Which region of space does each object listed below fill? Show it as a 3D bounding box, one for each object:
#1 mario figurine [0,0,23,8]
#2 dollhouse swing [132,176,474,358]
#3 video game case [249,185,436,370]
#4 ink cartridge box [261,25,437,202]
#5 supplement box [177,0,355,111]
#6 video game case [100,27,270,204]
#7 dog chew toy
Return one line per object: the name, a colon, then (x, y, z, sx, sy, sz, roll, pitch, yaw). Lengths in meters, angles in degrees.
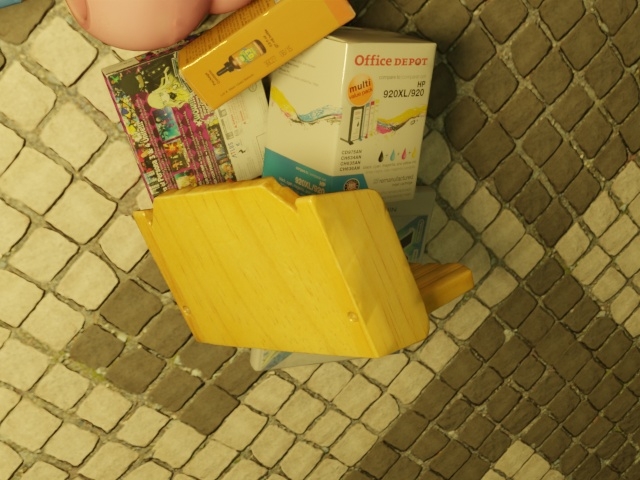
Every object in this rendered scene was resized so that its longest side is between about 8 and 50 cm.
mario figurine: (-0.502, -0.282, 0.959, 0.320, 0.170, 0.198, -29, 102, -12)
dollhouse swing: (0.000, 0.000, 1.195, 0.305, 0.346, 0.315, -41, 117, -39)
video game case: (0.038, 0.065, 1.458, 0.299, 0.036, 0.329, -3, 117, -26)
ink cartridge box: (0.038, -0.185, 1.220, 0.171, 0.168, 0.233, -9, 115, -36)
supplement box: (-0.074, -0.271, 1.110, 0.233, 0.080, 0.078, -32, 127, 9)
video game case: (-0.176, -0.173, 1.219, 0.210, 0.042, 0.232, -25, 124, -14)
dog chew toy: (-0.154, -0.365, 1.043, 0.331, 0.206, 0.207, -27, 125, -22)
